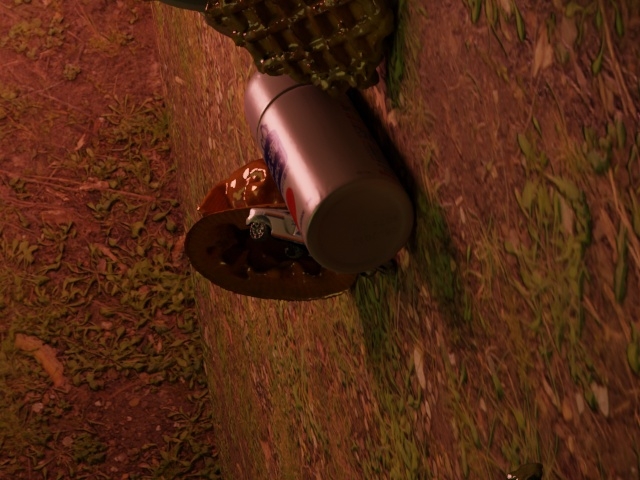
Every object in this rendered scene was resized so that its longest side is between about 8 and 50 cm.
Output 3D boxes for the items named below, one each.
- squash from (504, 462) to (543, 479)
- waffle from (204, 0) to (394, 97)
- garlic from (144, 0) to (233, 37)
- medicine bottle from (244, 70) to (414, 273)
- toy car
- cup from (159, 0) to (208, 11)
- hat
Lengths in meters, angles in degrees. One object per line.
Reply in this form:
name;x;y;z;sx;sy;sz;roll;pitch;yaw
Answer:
squash;0.175;0.363;1.356;0.118;0.118;0.370;-124;27;-61
waffle;-0.029;-0.281;1.583;0.291;0.051;0.291;25;140;23
garlic;-0.140;-0.360;1.936;0.218;0.212;0.218;165;90;-84
medicine bottle;-0.002;-0.108;1.714;0.341;0.130;0.130;-115;19;-51
toy car;0.000;0.000;1.757;0.205;0.095;0.056;14;82;36
cup;-0.177;-0.452;1.686;0.274;0.357;0.259;98;161;-51
hat;-0.042;-0.071;1.971;0.244;0.233;0.233;118;168;-53
